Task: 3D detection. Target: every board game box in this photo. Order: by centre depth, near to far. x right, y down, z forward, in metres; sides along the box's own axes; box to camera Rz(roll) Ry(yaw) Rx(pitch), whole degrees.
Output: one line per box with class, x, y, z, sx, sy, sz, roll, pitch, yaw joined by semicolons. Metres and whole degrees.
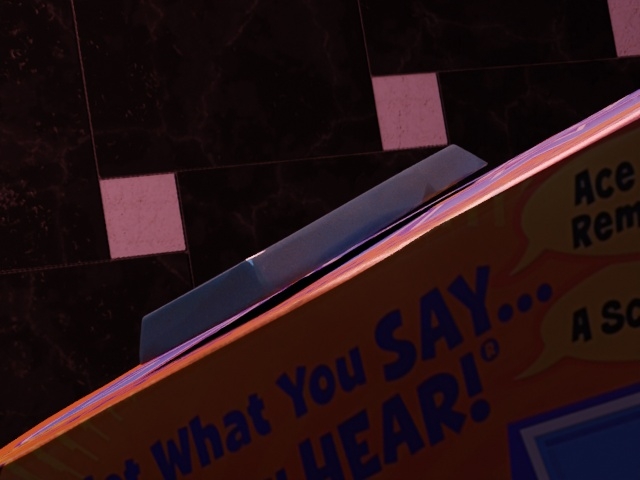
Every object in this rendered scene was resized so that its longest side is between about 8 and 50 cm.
board game box;0.108;0.154;0.728;0.356;0.357;0.356;-29;0;21

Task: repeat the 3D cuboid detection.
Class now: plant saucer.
plant saucer;0.000;0.000;0.701;0.067;0.018;0.192;-29;1;32
